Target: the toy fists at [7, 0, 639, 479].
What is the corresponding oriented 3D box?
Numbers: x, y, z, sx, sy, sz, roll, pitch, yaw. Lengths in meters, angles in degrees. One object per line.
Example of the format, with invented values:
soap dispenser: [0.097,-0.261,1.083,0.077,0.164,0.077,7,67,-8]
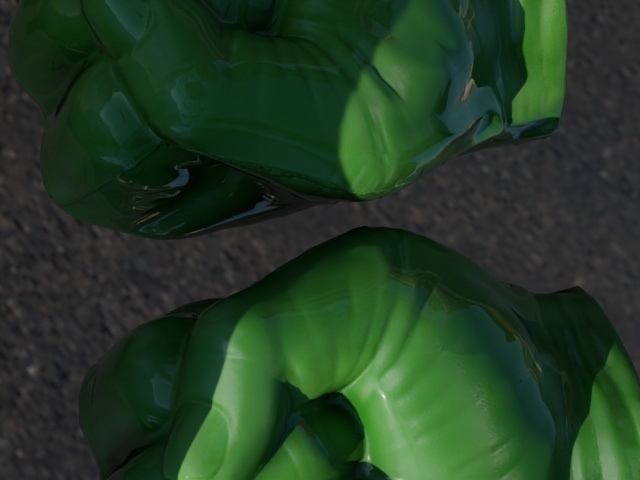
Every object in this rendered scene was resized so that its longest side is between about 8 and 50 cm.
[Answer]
toy fists: [0.000,0.000,0.505,0.142,0.279,0.096,-8,172,-12]
